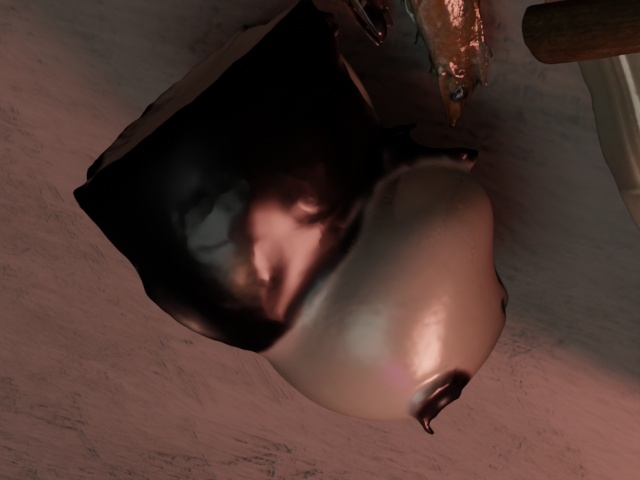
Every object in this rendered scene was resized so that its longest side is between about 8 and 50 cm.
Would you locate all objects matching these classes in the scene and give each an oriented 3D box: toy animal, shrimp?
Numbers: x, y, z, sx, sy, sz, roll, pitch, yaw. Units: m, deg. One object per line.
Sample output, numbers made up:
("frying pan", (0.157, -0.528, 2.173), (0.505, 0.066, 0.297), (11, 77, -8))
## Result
("toy animal", (0.000, 0.000, 0.967), (0.310, 0.251, 0.251), (48, 141, -14))
("shrimp", (0.054, -0.169, 0.883), (0.126, 0.047, 0.223), (9, 138, 32))

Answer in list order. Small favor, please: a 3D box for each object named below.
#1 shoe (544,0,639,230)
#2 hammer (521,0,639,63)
("shoe", (0.233, -0.125, 0.747), (0.160, 0.132, 0.363), (-9, 123, 42))
("hammer", (0.228, -0.116, 0.583), (0.365, 0.043, 0.111), (0, 127, 53))
